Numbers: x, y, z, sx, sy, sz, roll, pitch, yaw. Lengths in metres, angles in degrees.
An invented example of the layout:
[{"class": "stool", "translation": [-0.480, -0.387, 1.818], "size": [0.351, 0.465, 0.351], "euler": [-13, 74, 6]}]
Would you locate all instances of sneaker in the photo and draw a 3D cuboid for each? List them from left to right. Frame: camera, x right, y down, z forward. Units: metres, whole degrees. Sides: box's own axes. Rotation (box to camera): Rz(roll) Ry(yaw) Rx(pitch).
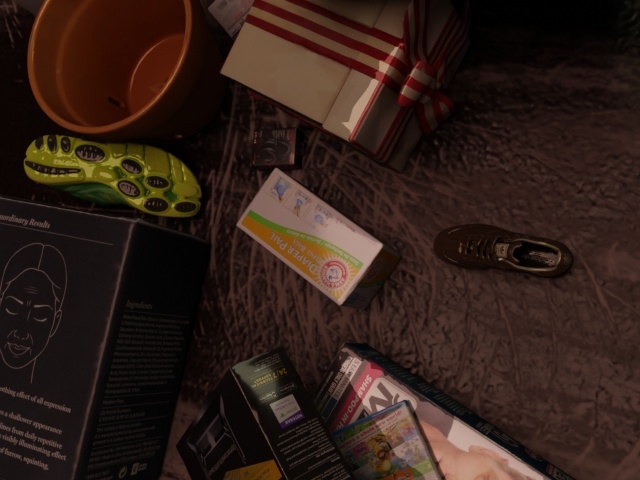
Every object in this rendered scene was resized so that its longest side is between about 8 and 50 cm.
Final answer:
[{"class": "sneaker", "translation": [-0.333, -0.109, 1.141], "size": [0.296, 0.123, 0.109], "euler": [15, 85, 4]}, {"class": "sneaker", "translation": [0.242, 0.008, 0.922], "size": [0.188, 0.071, 0.066], "euler": [7, 83, 21]}]

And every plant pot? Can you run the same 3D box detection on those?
[{"class": "plant pot", "translation": [-0.283, -0.283, 1.099], "size": [0.291, 0.203, 0.290], "euler": [-3, 80, 20]}]

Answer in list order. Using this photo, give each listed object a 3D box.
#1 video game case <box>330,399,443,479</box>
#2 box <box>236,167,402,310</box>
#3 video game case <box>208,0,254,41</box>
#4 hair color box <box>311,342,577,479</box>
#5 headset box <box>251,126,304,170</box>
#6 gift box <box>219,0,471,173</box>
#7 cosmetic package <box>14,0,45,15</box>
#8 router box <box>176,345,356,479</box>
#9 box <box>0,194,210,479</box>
[{"class": "video game case", "translation": [0.088, 0.298, 0.846], "size": [0.119, 0.015, 0.166], "euler": [-29, 74, 16]}, {"class": "box", "translation": [0.000, 0.000, 0.992], "size": [0.203, 0.114, 0.103], "euler": [37, 95, 21]}, {"class": "video game case", "translation": [-0.065, -0.393, 1.134], "size": [0.201, 0.023, 0.183], "euler": [-41, 69, 8]}, {"class": "hair color box", "translation": [0.141, 0.295, 0.892], "size": [0.347, 0.105, 0.173], "euler": [31, 93, 22]}, {"class": "headset box", "translation": [-0.064, -0.144, 1.085], "size": [0.083, 0.032, 0.062], "euler": [0, 81, 22]}, {"class": "gift box", "translation": [0.060, -0.265, 0.935], "size": [0.258, 0.255, 0.276], "euler": [32, 102, 21]}, {"class": "cosmetic package", "translation": [-0.405, -0.513, 1.221], "size": [0.225, 0.138, 0.224], "euler": [1, 81, 22]}, {"class": "router box", "translation": [-0.072, 0.312, 0.886], "size": [0.243, 0.081, 0.309], "euler": [59, 144, 19]}, {"class": "box", "translation": [-0.383, 0.153, 1.056], "size": [0.294, 0.212, 0.395], "euler": [10, 85, 22]}]
